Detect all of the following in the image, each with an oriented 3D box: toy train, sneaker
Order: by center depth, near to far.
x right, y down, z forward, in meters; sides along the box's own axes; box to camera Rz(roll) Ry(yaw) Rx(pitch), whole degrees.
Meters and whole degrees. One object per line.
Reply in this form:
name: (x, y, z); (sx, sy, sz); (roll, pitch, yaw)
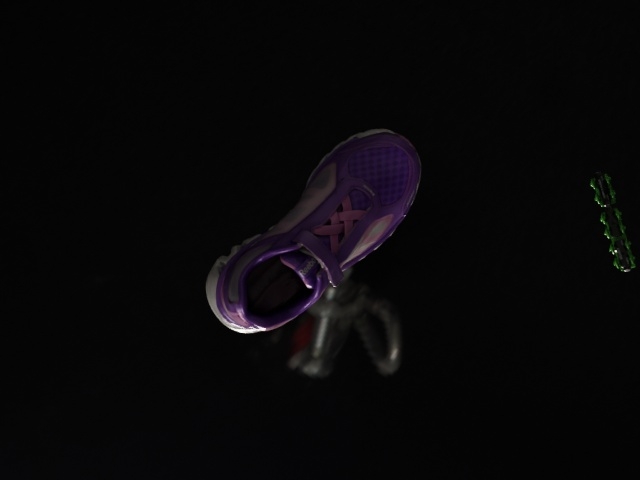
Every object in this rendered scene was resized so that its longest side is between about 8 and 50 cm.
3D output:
toy train: (0.233, -0.014, 1.176); (0.017, 0.023, 0.083); (-18, -103, 17)
sneaker: (0.000, 0.000, 1.310); (0.236, 0.104, 0.095); (-43, -81, 2)
